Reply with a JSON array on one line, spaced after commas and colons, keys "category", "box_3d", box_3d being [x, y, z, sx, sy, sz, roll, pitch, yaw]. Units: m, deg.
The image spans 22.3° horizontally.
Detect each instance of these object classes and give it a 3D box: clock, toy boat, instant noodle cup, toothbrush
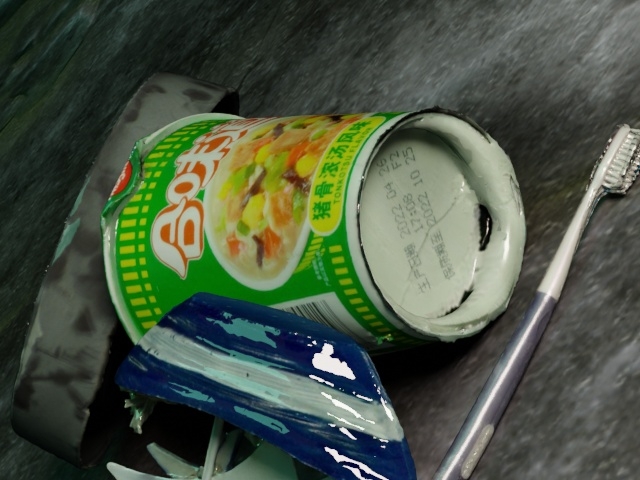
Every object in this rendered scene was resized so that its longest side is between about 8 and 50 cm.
[{"category": "clock", "box_3d": [-0.150, 0.021, 1.287, 0.325, 0.067, 0.325, 21, -90, -87]}, {"category": "toy boat", "box_3d": [-0.068, 0.163, 0.997, 0.210, 0.070, 0.291, 45, 114, 26]}, {"category": "instant noodle cup", "box_3d": [0.000, 0.000, 1.072, 0.232, 0.207, 0.207, -6, 52, 50]}, {"category": "toothbrush", "box_3d": [0.125, 0.053, 0.962, 0.026, 0.024, 0.288, 14, 68, 49]}]
